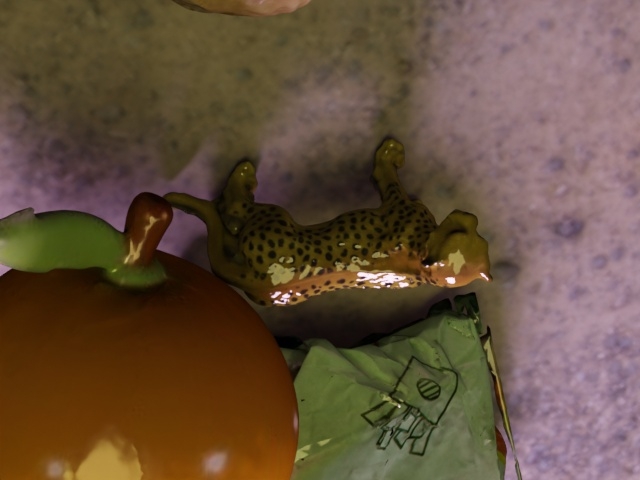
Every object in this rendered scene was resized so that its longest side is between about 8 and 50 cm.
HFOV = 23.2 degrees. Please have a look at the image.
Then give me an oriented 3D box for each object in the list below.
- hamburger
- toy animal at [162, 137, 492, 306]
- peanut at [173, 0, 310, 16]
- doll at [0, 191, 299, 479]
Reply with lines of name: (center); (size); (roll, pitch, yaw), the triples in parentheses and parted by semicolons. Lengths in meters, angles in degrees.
hamburger: (0.010, 0.173, 1.033); (0.276, 0.150, 0.261); (-1, 119, -10)
toy animal: (0.000, 0.000, 0.935); (0.181, 0.136, 0.073); (-5, 119, -7)
peanut: (-0.077, -0.170, 0.856); (0.174, 0.080, 0.080); (21, 114, -18)
doll: (-0.110, 0.073, 0.866); (0.213, 0.213, 0.236); (5, 118, -14)
